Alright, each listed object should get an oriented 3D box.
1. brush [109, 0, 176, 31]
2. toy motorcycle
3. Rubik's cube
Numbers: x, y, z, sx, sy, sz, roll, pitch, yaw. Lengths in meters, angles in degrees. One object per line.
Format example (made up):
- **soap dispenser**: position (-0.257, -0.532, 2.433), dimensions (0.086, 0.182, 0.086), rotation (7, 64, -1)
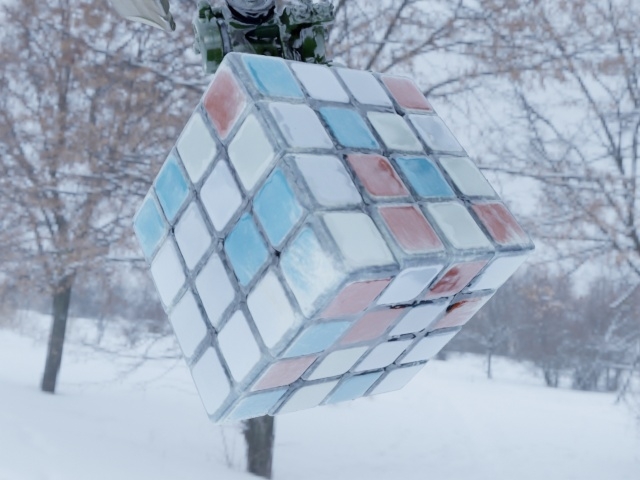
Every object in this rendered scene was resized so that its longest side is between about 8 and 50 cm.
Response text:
- **brush**: position (-0.150, -0.213, 0.682), dimensions (0.060, 0.050, 0.321), rotation (14, 6, -10)
- **toy motorcycle**: position (-0.056, -0.230, 1.119), dimensions (0.205, 0.275, 0.127), rotation (-11, -22, -15)
- **Rubik's cube**: position (0.001, -0.001, 0.821), dimensions (0.253, 0.259, 0.256), rotation (-1, -39, -39)
